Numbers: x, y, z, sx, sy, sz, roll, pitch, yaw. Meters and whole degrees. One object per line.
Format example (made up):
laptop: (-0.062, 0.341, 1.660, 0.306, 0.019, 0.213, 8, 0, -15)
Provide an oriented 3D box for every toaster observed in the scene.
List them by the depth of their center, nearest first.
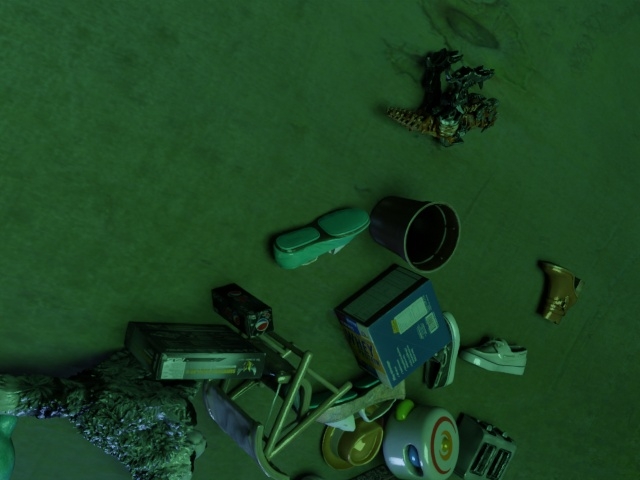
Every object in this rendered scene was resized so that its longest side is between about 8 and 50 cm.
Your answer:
toaster: (0.440, 0.601, 2.245, 0.168, 0.110, 0.185, 29, 88, -36)

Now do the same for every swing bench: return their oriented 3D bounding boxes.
swing bench: (-0.115, 0.330, 1.698, 0.165, 0.253, 0.254, 42, 79, -35)

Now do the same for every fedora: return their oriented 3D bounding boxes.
fedora: (0.098, 0.502, 2.003, 0.194, 0.079, 0.194, -11, 110, -31)

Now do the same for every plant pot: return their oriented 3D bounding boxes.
plant pot: (0.210, -0.026, 1.856, 0.167, 0.165, 0.166, -10, 110, -31)

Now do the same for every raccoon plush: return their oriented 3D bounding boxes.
raccoon plush: (-0.433, 0.387, 1.578, 0.447, 0.216, 0.299, 9, 111, -18)

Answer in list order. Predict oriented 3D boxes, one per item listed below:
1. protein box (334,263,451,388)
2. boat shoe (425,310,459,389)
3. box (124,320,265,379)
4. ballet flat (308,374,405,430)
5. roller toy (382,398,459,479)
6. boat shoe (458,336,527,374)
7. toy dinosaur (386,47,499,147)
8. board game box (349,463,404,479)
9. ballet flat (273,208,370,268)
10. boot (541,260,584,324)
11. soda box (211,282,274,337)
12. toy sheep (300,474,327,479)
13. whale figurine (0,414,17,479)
protein box: (0.178, 0.205, 1.926, 0.201, 0.136, 0.199, -35, 122, -20)
boat shoe: (0.311, 0.291, 2.079, 0.070, 0.078, 0.219, -14, 114, -31)
box: (-0.255, 0.222, 1.613, 0.231, 0.183, 0.056, 6, 100, -36)
ballet flat: (0.086, 0.401, 1.938, 0.316, 0.108, 0.106, -16, 98, -28)
roller toy: (0.266, 0.521, 2.044, 0.209, 0.146, 0.191, 39, 55, -44)
boat shoe: (0.484, 0.312, 2.192, 0.268, 0.096, 0.088, 16, 92, -37)
toy dinosaur: (0.301, -0.309, 1.846, 0.322, 0.164, 0.218, -29, 138, -47)
board game box: (0.200, 0.754, 2.021, 0.141, 0.291, 0.232, -16, 114, -29)
ballet flat: (0.000, 0.000, 1.788, 0.247, 0.083, 0.087, -21, 140, -27)
boot: (0.670, 0.152, 2.281, 0.197, 0.073, 0.152, 30, 92, -34)
soda box: (-0.163, 0.144, 1.658, 0.060, 0.169, 0.053, -16, 114, -29)
toy sheep: (-0.022, 0.620, 1.958, 0.132, 0.091, 0.091, 13, 98, -55)
whale figurine: (-0.646, 0.357, 1.420, 0.216, 0.141, 0.271, -15, 111, -29)
